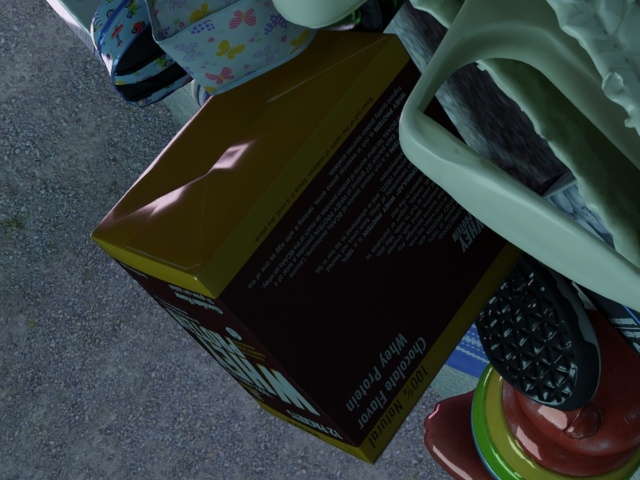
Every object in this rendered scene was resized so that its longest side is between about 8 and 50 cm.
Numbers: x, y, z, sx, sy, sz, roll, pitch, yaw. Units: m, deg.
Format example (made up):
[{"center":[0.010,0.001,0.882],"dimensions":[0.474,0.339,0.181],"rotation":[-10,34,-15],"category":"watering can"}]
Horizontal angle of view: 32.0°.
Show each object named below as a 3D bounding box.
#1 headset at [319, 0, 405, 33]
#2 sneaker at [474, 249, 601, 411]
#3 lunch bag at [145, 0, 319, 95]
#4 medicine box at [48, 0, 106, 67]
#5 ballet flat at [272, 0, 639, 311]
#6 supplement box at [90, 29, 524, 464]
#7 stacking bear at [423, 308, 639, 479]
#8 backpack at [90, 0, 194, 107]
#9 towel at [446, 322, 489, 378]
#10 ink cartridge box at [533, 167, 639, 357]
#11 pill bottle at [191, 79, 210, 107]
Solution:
[{"center":[-0.126,-0.235,0.700],"dimensions":[0.394,0.185,0.243],"rotation":[36,172,13],"category":"headset"},{"center":[0.157,0.028,0.820],"dimensions":[0.097,0.084,0.235],"rotation":[6,-145,-28],"category":"sneaker"},{"center":[-0.048,-0.132,0.652],"dimensions":[0.071,0.083,0.053],"rotation":[39,-146,-58],"category":"lunch bag"},{"center":[-0.308,-0.376,1.427],"dimensions":[0.289,0.149,0.263],"rotation":[50,175,-12],"category":"medicine box"},{"center":[0.061,-0.101,0.418],"dimensions":[0.409,0.147,0.147],"rotation":[48,175,14],"category":"ballet flat"},{"center":[0.000,0.000,0.724],"dimensions":[0.129,0.191,0.194],"rotation":[16,152,50],"category":"supplement box"},{"center":[0.203,0.137,0.932],"dimensions":[0.164,0.175,0.289],"rotation":[45,167,13],"category":"stacking bear"},{"center":[-0.153,-0.223,1.106],"dimensions":[0.117,0.173,0.158],"rotation":[47,176,14],"category":"backpack"},{"center":[0.098,0.052,1.163],"dimensions":[0.243,0.040,0.336],"rotation":[21,158,19],"category":"towel"},{"center":[0.214,0.037,0.649],"dimensions":[0.208,0.045,0.206],"rotation":[47,175,3],"category":"ink cartridge box"},{"center":[-0.081,-0.163,1.400],"dimensions":[0.169,0.094,0.094],"rotation":[46,175,33],"category":"pill bottle"}]
